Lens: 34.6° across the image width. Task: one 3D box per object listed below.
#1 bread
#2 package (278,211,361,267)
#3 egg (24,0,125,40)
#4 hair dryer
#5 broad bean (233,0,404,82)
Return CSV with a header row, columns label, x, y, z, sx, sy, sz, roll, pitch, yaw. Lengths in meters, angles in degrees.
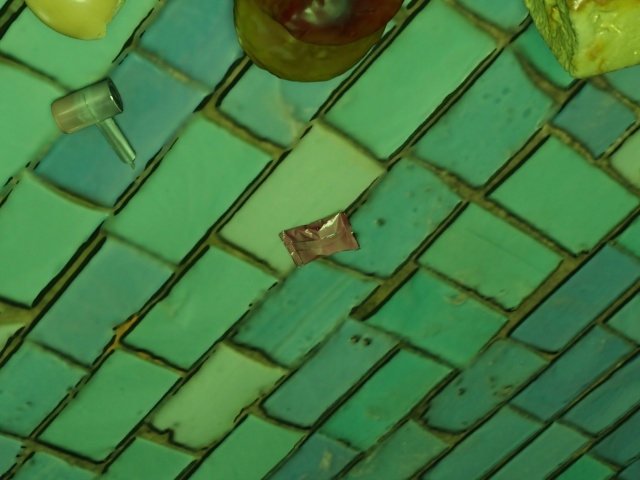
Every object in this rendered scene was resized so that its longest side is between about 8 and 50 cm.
label,x,y,z,sx,sy,sz,roll,pitch,yaw
bread,0.332,-0.269,0.960,0.274,0.185,0.114,-15,135,-2
package,0.000,0.000,1.188,0.083,0.029,0.059,-18,128,11
egg,-0.220,-0.223,0.910,0.096,0.080,0.080,32,115,-19
hair dryer,-0.217,-0.108,1.038,0.063,0.037,0.114,-22,138,5
broad bean,0.003,-0.245,0.927,0.156,0.122,0.228,13,120,-27
